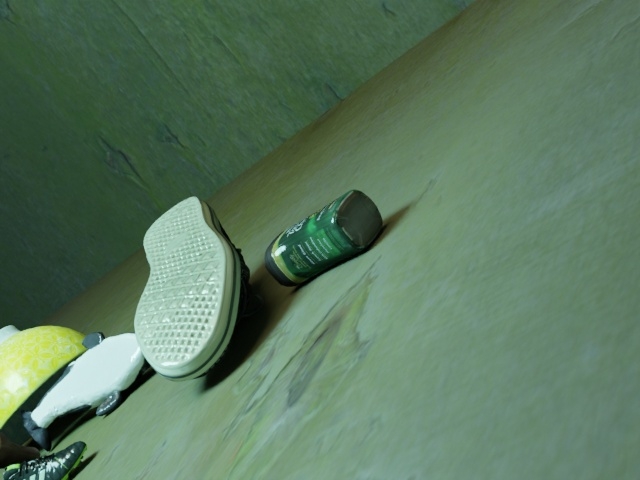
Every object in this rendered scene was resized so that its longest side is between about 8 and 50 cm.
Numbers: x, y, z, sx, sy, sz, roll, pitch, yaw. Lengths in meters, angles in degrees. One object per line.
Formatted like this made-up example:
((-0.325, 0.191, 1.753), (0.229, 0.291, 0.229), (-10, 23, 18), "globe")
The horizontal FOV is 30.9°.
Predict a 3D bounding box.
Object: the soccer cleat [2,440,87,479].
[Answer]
((-0.433, 0.356, 1.751), (0.179, 0.072, 0.060), (-40, 11, -1), "soccer cleat")

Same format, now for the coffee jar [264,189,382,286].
((0.000, 0.000, 1.708), (0.184, 0.079, 0.096), (-31, 14, 43), "coffee jar")

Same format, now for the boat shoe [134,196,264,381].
((-0.184, 0.087, 1.818), (0.186, 0.156, 0.500), (-34, 23, 5), "boat shoe")

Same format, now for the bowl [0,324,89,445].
((-0.565, 0.253, 2.175), (0.289, 0.156, 0.289), (-47, -9, -9), "bowl")

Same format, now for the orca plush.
((-0.381, 0.264, 2.020), (0.287, 0.102, 0.151), (-48, 54, 9), "orca plush")

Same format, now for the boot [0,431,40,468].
((-0.632, 0.372, 1.974), (0.248, 0.090, 0.207), (-10, -23, 17), "boot")
